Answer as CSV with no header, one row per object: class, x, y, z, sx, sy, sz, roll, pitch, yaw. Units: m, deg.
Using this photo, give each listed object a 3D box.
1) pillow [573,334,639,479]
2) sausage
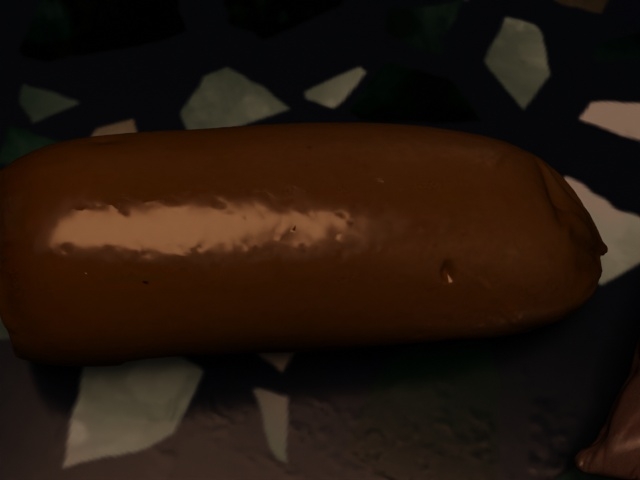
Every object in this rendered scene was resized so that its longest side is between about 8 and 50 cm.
pillow,0.282,0.081,0.586,0.236,0.084,0.223,23,67,10
sausage,0.001,-0.003,0.596,0.353,0.116,0.134,-5,55,-10
